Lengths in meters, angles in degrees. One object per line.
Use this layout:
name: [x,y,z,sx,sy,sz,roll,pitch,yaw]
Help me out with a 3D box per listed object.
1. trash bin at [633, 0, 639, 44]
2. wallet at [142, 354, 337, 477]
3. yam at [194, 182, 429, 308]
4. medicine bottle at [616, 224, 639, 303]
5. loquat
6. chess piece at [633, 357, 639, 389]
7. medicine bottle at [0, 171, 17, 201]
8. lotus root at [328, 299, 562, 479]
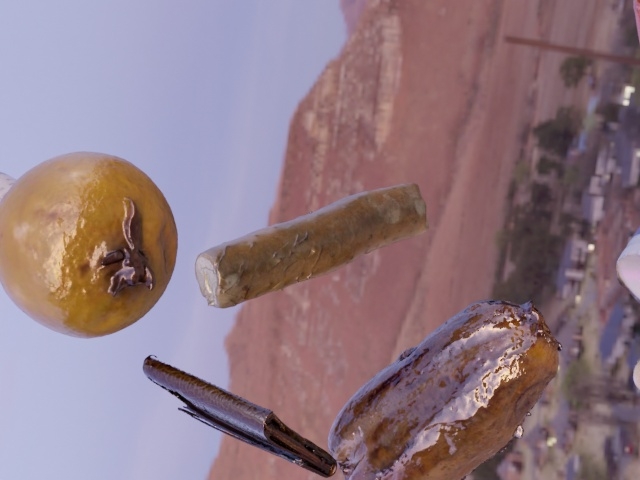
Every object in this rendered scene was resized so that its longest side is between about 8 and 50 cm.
trash bin: [0.350,-0.102,0.810,0.184,0.161,0.239,39,161,53]
wallet: [-0.101,0.205,1.219,0.133,0.243,0.039,46,-110,-38]
yam: [0.000,0.000,1.128,0.067,0.317,0.071,5,109,49]
medicine bottle: [0.575,-0.047,1.462,0.332,0.190,0.190,-53,-10,-15]
loquat: [-0.289,0.006,1.313,0.244,0.243,0.244,7,-90,-89]
chess piece: [0.660,0.279,1.914,0.200,0.090,0.090,-133,47,-65]
medicine bottle: [-0.448,-0.008,1.619,0.139,0.237,0.139,-42,-34,-37]
lotus root: [0.132,0.194,1.197,0.329,0.167,0.078,-47,-16,23]
